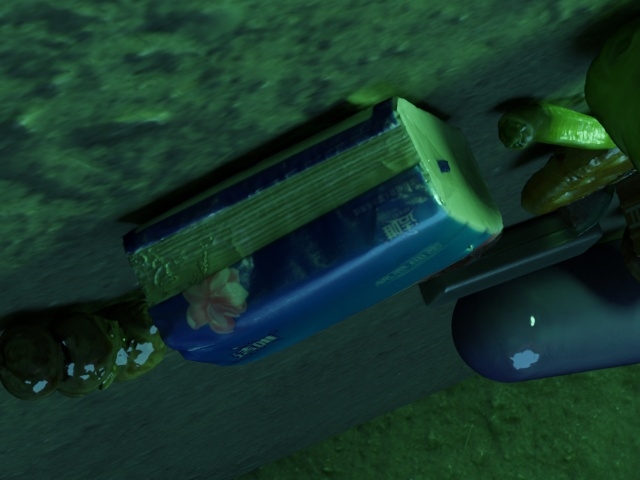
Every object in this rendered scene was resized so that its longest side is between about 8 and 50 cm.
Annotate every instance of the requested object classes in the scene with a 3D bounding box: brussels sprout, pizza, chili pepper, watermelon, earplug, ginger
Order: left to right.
[{"bbox_3d":[-0.234,0.107,1.417,0.204,0.080,0.104,-11,150,-48],"label":"ginger"},{"bbox_3d":[0.229,-0.107,1.370,0.208,0.043,0.049,-3,-170,-44],"label":"chili pepper"},{"bbox_3d":[0.395,0.110,2.250,0.456,0.215,0.215,-8,161,-38],"label":"earplug"},{"bbox_3d":[0.301,-0.048,1.703,0.072,0.092,0.084,17,155,1],"label":"watermelon"},{"bbox_3d":[0.297,-0.099,1.500,0.127,0.058,0.246,-10,161,-40],"label":"pizza"},{"bbox_3d":[0.330,-0.130,1.192,0.223,0.161,0.223,-17,173,-2],"label":"brussels sprout"}]

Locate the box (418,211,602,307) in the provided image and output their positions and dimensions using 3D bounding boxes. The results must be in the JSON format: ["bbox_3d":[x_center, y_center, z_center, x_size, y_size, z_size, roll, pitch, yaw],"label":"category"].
[{"bbox_3d":[0.251,0.020,1.931,0.244,0.055,0.103,-18,168,-14],"label":"box"}]

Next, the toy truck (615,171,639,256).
[{"bbox_3d":[0.543,-0.062,1.916,0.305,0.136,0.162,-10,170,-35],"label":"toy truck"}]

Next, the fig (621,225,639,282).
[{"bbox_3d":[0.516,0.028,2.121,0.160,0.143,0.230,-1,145,3],"label":"fig"}]

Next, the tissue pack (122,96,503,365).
[{"bbox_3d":[0.000,0.000,1.228,0.270,0.137,0.209,-25,166,16],"label":"tissue pack"}]

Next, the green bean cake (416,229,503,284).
[{"bbox_3d":[0.129,0.006,1.662,0.135,0.056,0.135,-17,166,-17],"label":"green bean cake"}]
